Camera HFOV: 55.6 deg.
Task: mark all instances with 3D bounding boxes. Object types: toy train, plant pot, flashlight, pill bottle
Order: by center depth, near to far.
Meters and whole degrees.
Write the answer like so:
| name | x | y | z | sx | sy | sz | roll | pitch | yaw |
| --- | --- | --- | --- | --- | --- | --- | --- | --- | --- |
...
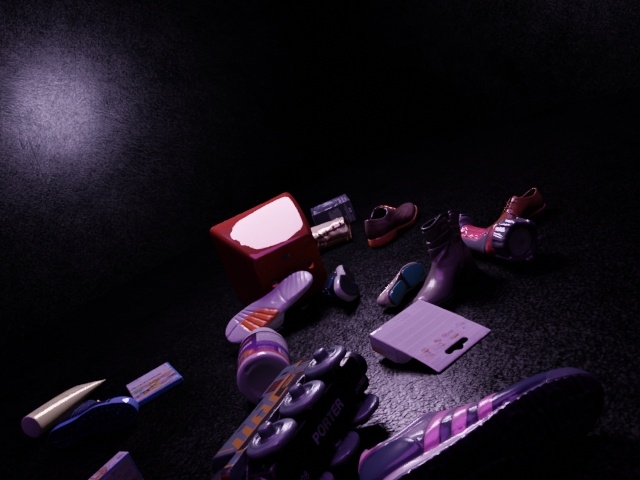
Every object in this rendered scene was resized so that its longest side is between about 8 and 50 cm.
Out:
| name | x | y | z | sx | sy | sz | roll | pitch | yaw |
| --- | --- | --- | --- | --- | --- | --- | --- | --- | --- |
| toy train | -0.042 | 0.288 | 0.912 | 0.190 | 0.142 | 0.334 | -29 | 9 | 35 |
| pill bottle | -0.115 | 0.245 | 1.235 | 0.108 | 0.108 | 0.193 | -24 | 12 | -1 |
| flashlight | 0.383 | -0.016 | 1.421 | 0.103 | 0.103 | 0.304 | -36 | 17 | -8 |
| plant pot | -0.120 | 0.059 | 1.722 | 0.267 | 0.268 | 0.235 | -27 | 27 | -15 |

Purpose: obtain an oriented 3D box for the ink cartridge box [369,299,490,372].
| name | x | y | z | sx | sy | sz | roll | pitch | yaw |
| --- | --- | --- | --- | --- | --- | --- | --- | --- | --- |
| ink cartridge box | 0.203 | 0.184 | 1.128 | 0.145 | 0.045 | 0.179 | -30 | 33 | -28 |

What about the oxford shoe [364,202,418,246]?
| name | x | y | z | sx | sy | sz | roll | pitch | yaw |
| --- | --- | --- | --- | --- | --- | --- | --- | --- | --- |
| oxford shoe | 0.231 | -0.077 | 1.949 | 0.096 | 0.099 | 0.271 | -13 | 17 | 39 |

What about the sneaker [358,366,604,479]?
| name | x | y | z | sx | sy | sz | roll | pitch | yaw |
| --- | --- | --- | --- | --- | --- | --- | --- | --- | --- |
| sneaker | 0.188 | 0.232 | 0.755 | 0.318 | 0.112 | 0.131 | -24 | 16 | -7 |

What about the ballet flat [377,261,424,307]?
| name | x | y | z | sx | sy | sz | roll | pitch | yaw |
| --- | --- | --- | --- | --- | --- | --- | --- | --- | --- |
| ballet flat | 0.183 | 0.102 | 1.418 | 0.052 | 0.057 | 0.168 | -24 | 8 | 44 |

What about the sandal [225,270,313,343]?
| name | x | y | z | sx | sy | sz | roll | pitch | yaw |
| --- | --- | --- | --- | --- | --- | --- | --- | --- | --- |
| sandal | -0.115 | 0.186 | 1.542 | 0.265 | 0.076 | 0.102 | -37 | 39 | -9 |

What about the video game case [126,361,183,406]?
| name | x | y | z | sx | sy | sz | roll | pitch | yaw |
| --- | --- | --- | --- | --- | --- | --- | --- | --- | --- |
| video game case | -0.416 | 0.357 | 1.519 | 0.119 | 0.015 | 0.166 | -28 | 13 | -22 |

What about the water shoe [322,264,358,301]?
| name | x | y | z | sx | sy | sz | roll | pitch | yaw |
| --- | --- | --- | --- | --- | --- | --- | --- | --- | --- |
| water shoe | 0.048 | 0.128 | 1.559 | 0.080 | 0.073 | 0.203 | -43 | 5 | 11 |

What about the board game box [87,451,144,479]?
| name | x | y | z | sx | sy | sz | roll | pitch | yaw |
| --- | --- | --- | --- | --- | --- | --- | --- | --- | --- |
| board game box | -0.336 | 0.419 | 0.935 | 0.026 | 0.104 | 0.154 | -13 | 16 | 37 |

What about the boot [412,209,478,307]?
| name | x | y | z | sx | sy | sz | roll | pitch | yaw |
| --- | --- | --- | --- | --- | --- | --- | --- | --- | --- |
| boot | 0.248 | 0.039 | 1.313 | 0.083 | 0.161 | 0.246 | -12 | 17 | 43 |

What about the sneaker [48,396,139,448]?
| name | x | y | z | sx | sy | sz | roll | pitch | yaw |
| --- | --- | --- | --- | --- | --- | --- | --- | --- | --- |
| sneaker | -0.506 | 0.393 | 1.381 | 0.232 | 0.082 | 0.090 | -22 | 20 | 13 |

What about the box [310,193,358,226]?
| name | x | y | z | sx | sy | sz | roll | pitch | yaw |
| --- | --- | --- | --- | --- | --- | --- | --- | --- | --- |
| box | 0.051 | -0.102 | 2.379 | 0.158 | 0.093 | 0.156 | -24 | 13 | 2 |

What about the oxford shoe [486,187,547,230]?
| name | x | y | z | sx | sy | sz | roll | pitch | yaw |
| --- | --- | --- | --- | --- | --- | --- | --- | --- | --- |
| oxford shoe | 0.481 | -0.067 | 1.532 | 0.212 | 0.076 | 0.076 | -32 | 17 | -27 |

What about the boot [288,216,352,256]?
| name | x | y | z | sx | sy | sz | roll | pitch | yaw |
| --- | --- | --- | --- | --- | --- | --- | --- | --- | --- |
| boot | 0.000 | 0.000 | 2.065 | 0.203 | 0.095 | 0.262 | -19 | 9 | 14 |

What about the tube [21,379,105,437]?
| name | x | y | z | sx | sy | sz | roll | pitch | yaw |
| --- | --- | --- | --- | --- | --- | --- | --- | --- | --- |
| tube | -0.673 | 0.430 | 1.598 | 0.070 | 0.062 | 0.240 | 25 | 21 | 9 |
